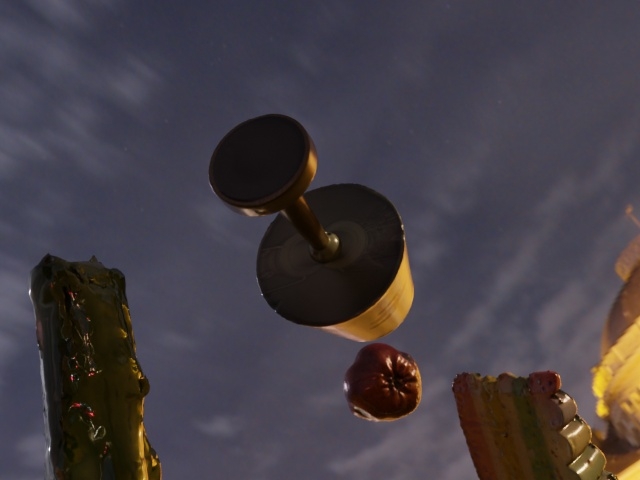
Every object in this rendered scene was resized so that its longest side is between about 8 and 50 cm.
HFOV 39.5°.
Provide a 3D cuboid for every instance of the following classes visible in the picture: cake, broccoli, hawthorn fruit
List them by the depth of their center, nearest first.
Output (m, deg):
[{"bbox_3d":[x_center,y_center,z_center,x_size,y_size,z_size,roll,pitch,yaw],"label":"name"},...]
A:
[{"bbox_3d":[-0.118,0.162,0.522,0.177,0.275,0.198,-8,-34,-27],"label":"broccoli"},{"bbox_3d":[0.196,0.220,0.787,0.109,0.225,0.090,-15,21,46],"label":"cake"},{"bbox_3d":[0.065,0.157,0.969,0.093,0.093,0.093,-20,-36,-15],"label":"hawthorn fruit"}]

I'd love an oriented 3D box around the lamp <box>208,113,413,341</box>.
[{"bbox_3d":[0.000,0.000,0.652,0.121,0.121,0.215,-33,-35,3],"label":"lamp"}]
